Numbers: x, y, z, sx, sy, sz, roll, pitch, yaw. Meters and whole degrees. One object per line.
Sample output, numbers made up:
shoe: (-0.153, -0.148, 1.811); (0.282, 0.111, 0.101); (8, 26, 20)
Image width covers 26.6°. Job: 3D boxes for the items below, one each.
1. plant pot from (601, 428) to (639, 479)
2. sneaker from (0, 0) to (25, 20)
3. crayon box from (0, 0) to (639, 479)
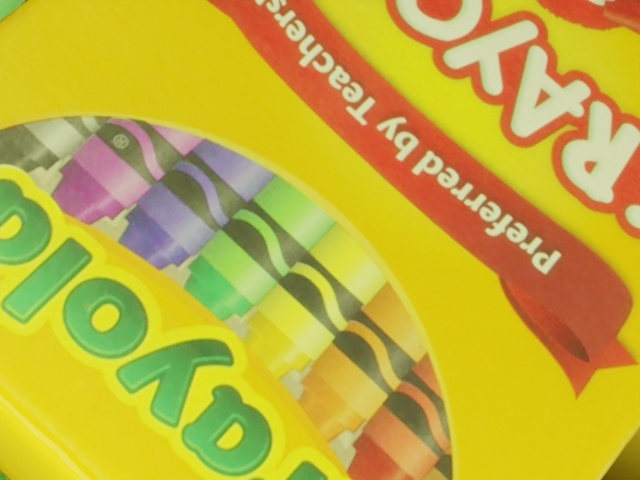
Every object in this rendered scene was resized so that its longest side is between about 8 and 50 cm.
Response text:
plant pot: (0.062, 0.117, 0.538); (0.212, 0.212, 0.187); (34, 143, -1)
sneaker: (-0.123, -0.133, 0.503); (0.123, 0.109, 0.296); (13, 124, 9)
crayon box: (0.000, 0.000, 0.395); (0.202, 0.318, 0.081); (42, 154, 1)
